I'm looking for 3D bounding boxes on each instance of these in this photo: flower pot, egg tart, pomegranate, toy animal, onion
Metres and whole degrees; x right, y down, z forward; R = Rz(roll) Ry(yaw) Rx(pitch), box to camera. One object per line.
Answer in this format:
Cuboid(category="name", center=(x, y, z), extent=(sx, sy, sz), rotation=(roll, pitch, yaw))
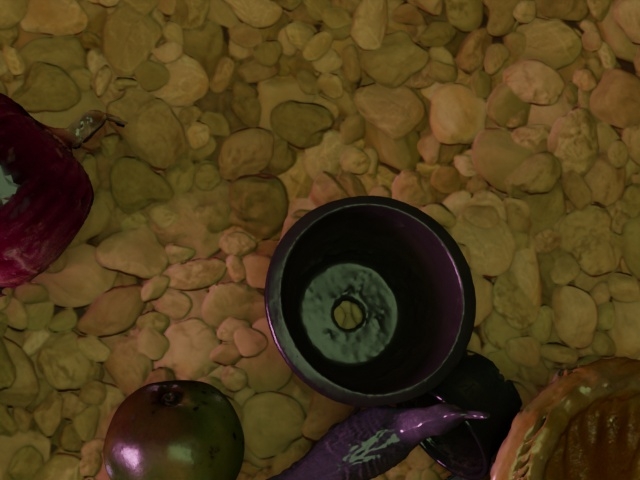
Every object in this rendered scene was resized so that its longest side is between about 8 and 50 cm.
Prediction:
Cuboid(category="flower pot", center=(0.188, 0.217, 1.654), extent=(0.107, 0.157, 0.157), rotation=(-41, 89, -26))
Cuboid(category="egg tart", center=(0.347, 0.332, 1.613), extent=(0.387, 0.169, 0.388), rotation=(-1, 92, -31))
Cuboid(category="flower pot", center=(0.049, 0.087, 1.640), extent=(0.268, 0.166, 0.269), rotation=(2, 78, -12))
Cuboid(category="pomegranate", center=(-0.179, 0.278, 1.581), extent=(0.179, 0.180, 0.210), rotation=(-5, 113, -10))
Cuboid(category="toy animal", center=(0.033, 0.263, 1.591), extent=(0.367, 0.206, 0.081), rotation=(-23, 91, 4))
Cuboid(category="onion", center=(-0.404, -0.075, 1.564), extent=(0.256, 0.230, 0.273), rotation=(18, 85, -5))

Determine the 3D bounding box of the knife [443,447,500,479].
Cuboid(category="knife", center=(0.228, 0.294, 1.709), extent=(0.210, 0.015, 0.028), rotation=(-32, 93, -12))
